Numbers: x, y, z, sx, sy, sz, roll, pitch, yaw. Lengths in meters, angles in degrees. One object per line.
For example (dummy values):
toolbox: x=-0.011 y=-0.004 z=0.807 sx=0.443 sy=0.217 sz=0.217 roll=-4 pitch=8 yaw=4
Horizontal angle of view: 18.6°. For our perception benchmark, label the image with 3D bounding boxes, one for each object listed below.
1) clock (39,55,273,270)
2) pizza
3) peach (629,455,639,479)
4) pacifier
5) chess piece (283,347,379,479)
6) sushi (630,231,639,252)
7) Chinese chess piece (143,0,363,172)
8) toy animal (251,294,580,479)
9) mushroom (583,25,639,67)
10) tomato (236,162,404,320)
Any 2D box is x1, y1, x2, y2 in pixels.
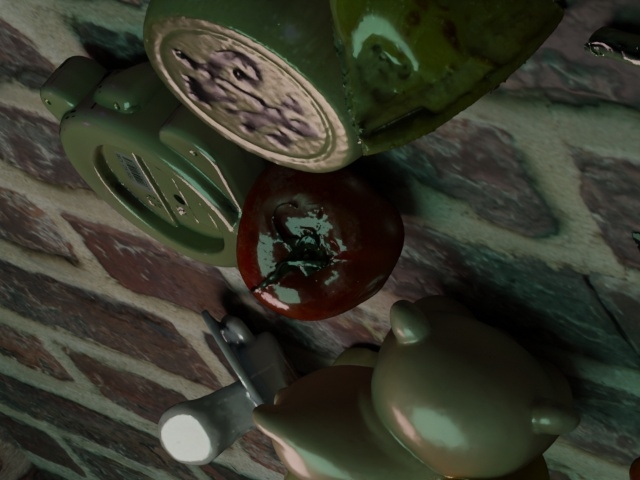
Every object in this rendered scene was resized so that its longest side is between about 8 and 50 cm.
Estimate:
clock: x=-0.163 y=-0.087 z=2.227 sx=0.309 sy=0.114 sz=0.284 roll=23 pitch=155 yaw=36
pizza: x=0.070 y=-0.178 z=1.597 sx=0.188 sy=0.204 sz=0.080 roll=41 pitch=169 yaw=6
peach: x=0.389 y=0.257 z=2.102 sx=0.101 sy=0.100 sz=0.100 roll=31 pitch=157 yaw=15
pacifier: x=-0.119 y=0.230 z=2.623 sx=0.279 sy=0.207 sz=0.227 roll=58 pitch=174 yaw=-15
chess piece: x=-0.003 y=0.367 z=2.433 sx=0.234 sy=0.442 sz=0.234 roll=32 pitch=158 yaw=14
sushi: x=0.442 y=0.135 z=1.831 sx=0.294 sy=0.059 sz=0.292 roll=17 pitch=150 yaw=41
Chinese chess piece: x=-0.046 y=-0.175 z=1.866 sx=0.257 sy=0.104 sz=0.257 roll=27 pitch=157 yaw=12
toy animal: x=0.127 y=0.160 z=2.172 sx=0.345 sy=0.277 sz=0.246 roll=19 pitch=125 yaw=15
mushroom: x=0.285 y=-0.138 z=1.553 sx=0.187 sy=0.061 sz=0.060 roll=33 pitch=156 yaw=41
tomato: x=0.000 y=0.000 z=2.081 sx=0.187 sy=0.187 sz=0.151 roll=34 pitch=-164 yaw=6
